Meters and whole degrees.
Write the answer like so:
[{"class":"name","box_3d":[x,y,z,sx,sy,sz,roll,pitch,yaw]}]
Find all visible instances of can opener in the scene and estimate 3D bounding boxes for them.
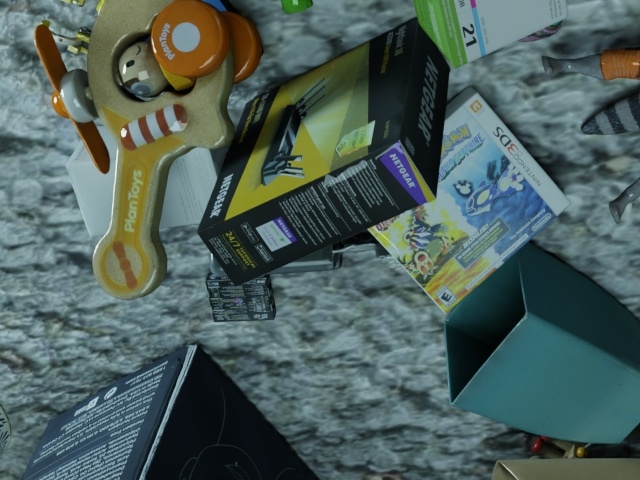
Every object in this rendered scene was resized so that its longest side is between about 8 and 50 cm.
[{"class":"can opener","box_3d":[0.000,0.000,1.758,0.280,0.074,0.093,-9,86,12]}]

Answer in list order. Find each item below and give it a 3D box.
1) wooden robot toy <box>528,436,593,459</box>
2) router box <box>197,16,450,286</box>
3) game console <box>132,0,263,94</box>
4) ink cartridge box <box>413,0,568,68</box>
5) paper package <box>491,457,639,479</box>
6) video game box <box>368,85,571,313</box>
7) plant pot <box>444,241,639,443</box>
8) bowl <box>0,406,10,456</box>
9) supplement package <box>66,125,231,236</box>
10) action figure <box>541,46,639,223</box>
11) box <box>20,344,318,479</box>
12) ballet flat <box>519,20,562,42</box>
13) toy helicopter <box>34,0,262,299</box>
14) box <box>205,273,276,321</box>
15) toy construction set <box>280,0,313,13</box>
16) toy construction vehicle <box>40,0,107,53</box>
[{"class":"wooden robot toy","box_3d":[0.318,0.303,1.876,0.076,0.079,0.173,26,121,-7]},{"class":"router box","box_3d":[0.012,-0.103,1.540,0.243,0.309,0.081,-24,116,21]},{"class":"game console","box_3d":[-0.148,-0.229,1.628,0.122,0.107,0.071,53,157,-21]},{"class":"ink cartridge box","box_3d":[0.208,-0.311,1.370,0.255,0.097,0.188,-24,134,-5]},{"class":"paper package","box_3d":[0.397,0.425,1.809,0.310,0.168,0.325,-3,141,25]},{"class":"video game box","box_3d":[0.162,-0.047,1.666,0.205,0.048,0.187,-42,106,5]},{"class":"plant pot","box_3d":[0.298,0.142,1.736,0.234,0.165,0.165,26,122,-14]},{"class":"bowl","box_3d":[-0.535,0.284,2.001,0.170,0.080,0.170,5,122,7]},{"class":"supplement package","box_3d":[-0.199,-0.082,1.708,0.179,0.105,0.105,-7,120,12]},{"class":"action figure","box_3d":[0.415,-0.220,1.531,0.330,0.178,0.341,-24,85,15]},{"class":"box","box_3d":[-0.177,0.486,1.836,0.297,0.471,0.480,-30,112,24]},{"class":"ballet flat","box_3d":[0.172,-0.296,1.544,0.221,0.077,0.079,43,138,-17]},{"class":"toy helicopter","box_3d":[-0.212,-0.112,1.574,0.235,0.140,0.355,10,95,15]},{"class":"box","box_3d":[-0.104,0.074,1.838,0.083,0.018,0.067,-3,121,11]},{"class":"toy construction set","box_3d":[-0.124,-0.329,1.486,0.309,0.257,0.237,5,131,29]},{"class":"toy construction vehicle","box_3d":[-0.274,-0.259,1.652,0.098,0.035,0.086,25,122,-6]}]
